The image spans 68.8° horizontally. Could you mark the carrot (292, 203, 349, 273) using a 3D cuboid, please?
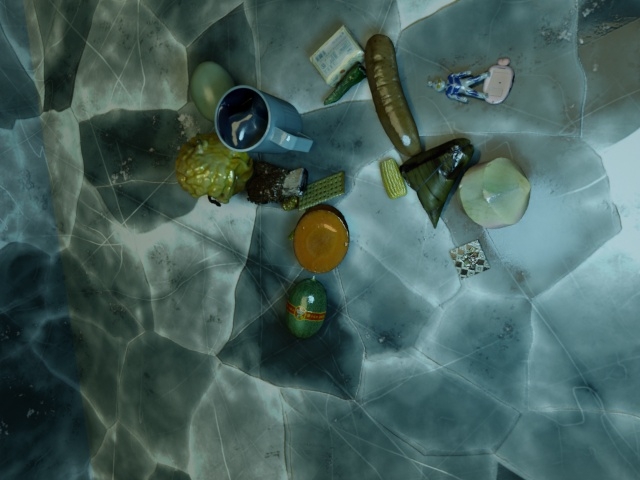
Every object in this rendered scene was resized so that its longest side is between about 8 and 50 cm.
[{"bbox_3d":[0.000,0.000,2.020,0.259,0.100,0.307,23,108,10],"label":"carrot"}]

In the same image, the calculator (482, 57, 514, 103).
[{"bbox_3d":[0.656,-0.587,1.722,0.103,0.024,0.165,15,103,22],"label":"calculator"}]

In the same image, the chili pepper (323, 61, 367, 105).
[{"bbox_3d":[0.095,-0.637,1.938,0.227,0.088,0.059,-36,67,25],"label":"chili pepper"}]

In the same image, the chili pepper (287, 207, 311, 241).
[{"bbox_3d":[-0.081,-0.079,2.094,0.050,0.052,0.201,28,107,-12],"label":"chili pepper"}]

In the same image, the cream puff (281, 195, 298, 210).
[{"bbox_3d":[-0.134,-0.167,2.109,0.083,0.083,0.058,-40,124,12],"label":"cream puff"}]

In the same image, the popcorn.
[{"bbox_3d":[-0.487,-0.306,2.121,0.349,0.349,0.381,43,146,14],"label":"popcorn"}]

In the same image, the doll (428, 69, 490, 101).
[{"bbox_3d":[0.515,-0.580,1.761,0.228,0.057,0.113,9,108,28],"label":"doll"}]

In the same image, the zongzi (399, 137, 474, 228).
[{"bbox_3d":[0.473,-0.207,1.763,0.286,0.139,0.299,-17,94,50],"label":"zongzi"}]

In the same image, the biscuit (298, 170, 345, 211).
[{"bbox_3d":[0.002,-0.212,2.020,0.232,0.016,0.138,-18,50,25],"label":"biscuit"}]

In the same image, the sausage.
[{"bbox_3d":[0.274,-0.565,1.845,0.136,0.123,0.500,-16,89,1],"label":"sausage"}]

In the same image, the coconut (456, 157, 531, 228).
[{"bbox_3d":[0.629,-0.172,1.674,0.260,0.259,0.259,3,97,24],"label":"coconut"}]

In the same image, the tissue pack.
[{"bbox_3d":[0.076,-0.755,1.926,0.196,0.092,0.148,-37,80,24],"label":"tissue pack"}]

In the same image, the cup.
[{"bbox_3d":[-0.217,-0.495,1.965,0.332,0.311,0.256,1,97,23],"label":"cup"}]

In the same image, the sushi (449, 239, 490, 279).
[{"bbox_3d":[0.583,0.075,1.830,0.120,0.026,0.125,-24,90,22],"label":"sushi"}]

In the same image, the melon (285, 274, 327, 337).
[{"bbox_3d":[-0.059,0.288,2.056,0.183,0.182,0.287,14,100,22],"label":"melon"}]

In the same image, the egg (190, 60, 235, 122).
[{"bbox_3d":[-0.483,-0.669,2.123,0.203,0.203,0.282,-13,93,25],"label":"egg"}]

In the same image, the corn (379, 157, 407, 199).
[{"bbox_3d":[0.294,-0.250,1.900,0.085,0.063,0.165,-19,86,34],"label":"corn"}]

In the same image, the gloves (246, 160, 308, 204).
[{"bbox_3d":[-0.202,-0.252,2.066,0.313,0.135,0.210,-11,61,20],"label":"gloves"}]
